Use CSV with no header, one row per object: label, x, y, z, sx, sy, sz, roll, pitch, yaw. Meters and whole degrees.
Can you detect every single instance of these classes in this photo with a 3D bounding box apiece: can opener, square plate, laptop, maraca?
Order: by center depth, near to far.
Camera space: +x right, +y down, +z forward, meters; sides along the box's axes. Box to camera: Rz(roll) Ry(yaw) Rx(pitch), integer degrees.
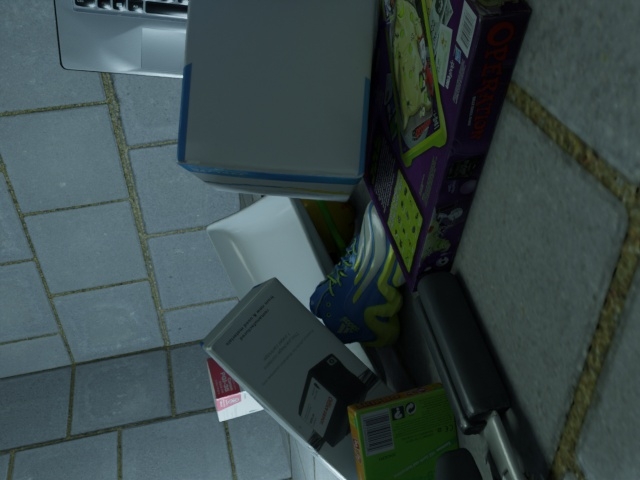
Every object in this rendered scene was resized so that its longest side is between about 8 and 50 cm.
can opener,0.139,0.159,0.645,0.074,0.093,0.280,94,167,-54
laptop,-0.143,-0.281,0.820,0.408,0.381,0.236,112,154,-52
maraca,0.013,-0.026,1.087,0.186,0.099,0.127,64,180,25
square plate,-0.047,0.094,1.133,0.344,0.049,0.347,-18,100,59

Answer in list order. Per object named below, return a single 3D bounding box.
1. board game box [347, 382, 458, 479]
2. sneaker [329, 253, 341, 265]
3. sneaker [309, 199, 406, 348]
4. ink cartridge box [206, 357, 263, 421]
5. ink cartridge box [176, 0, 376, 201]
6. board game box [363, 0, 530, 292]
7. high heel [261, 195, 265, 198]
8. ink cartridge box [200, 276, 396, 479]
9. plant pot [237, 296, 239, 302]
board game box,0.112,0.311,0.796,0.039,0.124,0.260,-178,78,-73
sneaker,0.000,0.000,1.249,0.115,0.090,0.232,109,142,-55
sneaker,0.048,0.057,0.899,0.091,0.126,0.240,-117,20,-57
ink cartridge box,-0.149,0.362,1.768,0.207,0.282,0.117,98,155,-58
ink cartridge box,-0.045,-0.161,0.808,0.270,0.197,0.198,101,173,-88
board game box,0.103,-0.131,0.676,0.347,0.056,0.208,94,158,-51
high heel,-0.069,-0.079,1.554,0.181,0.127,0.377,46,-162,-54
ink cartridge box,-0.011,0.205,0.918,0.307,0.129,0.223,45,166,-4
plant pot,-0.112,0.121,1.636,0.201,0.180,0.201,170,90,-78
